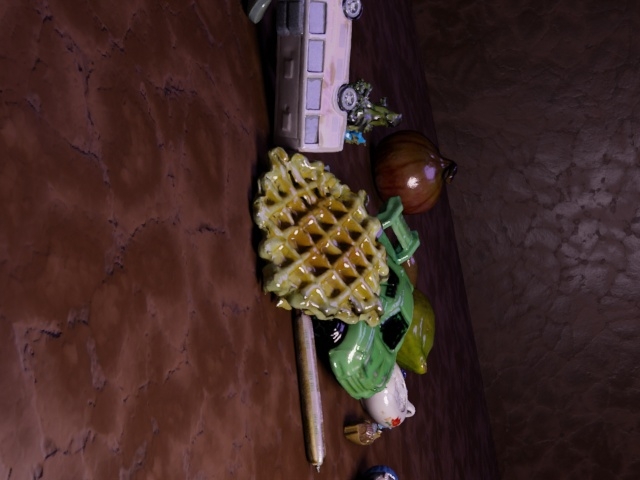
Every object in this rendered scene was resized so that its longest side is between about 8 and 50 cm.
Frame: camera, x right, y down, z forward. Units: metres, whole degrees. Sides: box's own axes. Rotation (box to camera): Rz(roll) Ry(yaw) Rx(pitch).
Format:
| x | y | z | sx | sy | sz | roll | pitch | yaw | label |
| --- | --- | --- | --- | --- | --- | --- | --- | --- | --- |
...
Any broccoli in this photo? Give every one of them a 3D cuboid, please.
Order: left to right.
| x | y | z | sx | sy | sz | roll | pitch | yaw | label |
| --- | --- | --- | --- | --- | --- | --- | --- | --- | --- |
| 0.103 | -0.287 | 1.868 | 0.154 | 0.160 | 0.167 | -62 | 160 | -20 | broccoli |

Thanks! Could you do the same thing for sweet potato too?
| x | y | z | sx | sy | sz | roll | pitch | yaw | label |
| --- | --- | --- | --- | --- | --- | --- | --- | --- | --- |
| 0.245 | 0.085 | 2.306 | 0.069 | 0.059 | 0.249 | -93 | 172 | -69 | sweet potato |

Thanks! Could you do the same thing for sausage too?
| x | y | z | sx | sy | sz | roll | pitch | yaw | label |
| --- | --- | --- | --- | --- | --- | --- | --- | --- | --- |
| -0.018 | 0.242 | 1.348 | 0.033 | 0.033 | 0.269 | 29 | 53 | -70 | sausage |

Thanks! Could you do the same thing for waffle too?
| x | y | z | sx | sy | sz | roll | pitch | yaw | label |
| --- | --- | --- | --- | --- | --- | --- | --- | --- | --- |
| 0.000 | 0.000 | 1.370 | 0.317 | 0.073 | 0.297 | 20 | 54 | -41 | waffle |

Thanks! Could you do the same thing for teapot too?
| x | y | z | sx | sy | sz | roll | pitch | yaw | label |
| --- | --- | --- | --- | --- | --- | --- | --- | --- | --- |
| 0.138 | 0.320 | 1.716 | 0.226 | 0.092 | 0.145 | 55 | 32 | -50 | teapot |

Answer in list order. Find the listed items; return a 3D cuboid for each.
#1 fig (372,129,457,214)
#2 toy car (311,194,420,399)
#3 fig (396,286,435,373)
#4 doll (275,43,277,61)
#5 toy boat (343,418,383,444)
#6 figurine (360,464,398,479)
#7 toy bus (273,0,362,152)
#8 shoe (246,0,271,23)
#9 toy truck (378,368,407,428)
| x | y | z | sx | sy | sz | roll | pitch | yaw | label |
| --- | --- | --- | --- | --- | --- | --- | --- | --- | --- |
| 0.243 | -0.183 | 2.217 | 0.235 | 0.214 | 0.235 | 61 | -1 | 3 | fig |
| 0.092 | 0.107 | 1.549 | 0.213 | 0.176 | 0.358 | 59 | 27 | -49 | toy car |
| 0.172 | 0.202 | 1.805 | 0.233 | 0.167 | 0.167 | -62 | 140 | -52 | fig |
| -0.028 | -0.379 | 1.554 | 0.110 | 0.107 | 0.180 | 51 | 30 | -39 | doll |
| 0.087 | 0.372 | 1.596 | 0.149 | 0.049 | 0.047 | 39 | 43 | -66 | toy boat |
| 0.096 | 0.476 | 1.543 | 0.087 | 0.086 | 0.149 | 43 | 16 | 24 | figurine |
| -0.012 | -0.324 | 1.419 | 0.138 | 0.097 | 0.342 | -9 | 106 | -43 | toy bus |
| -0.106 | -0.460 | 1.440 | 0.078 | 0.079 | 0.195 | 31 | 49 | -11 | shoe |
| 0.153 | 0.347 | 1.829 | 0.074 | 0.063 | 0.136 | 4 | 77 | -53 | toy truck |
